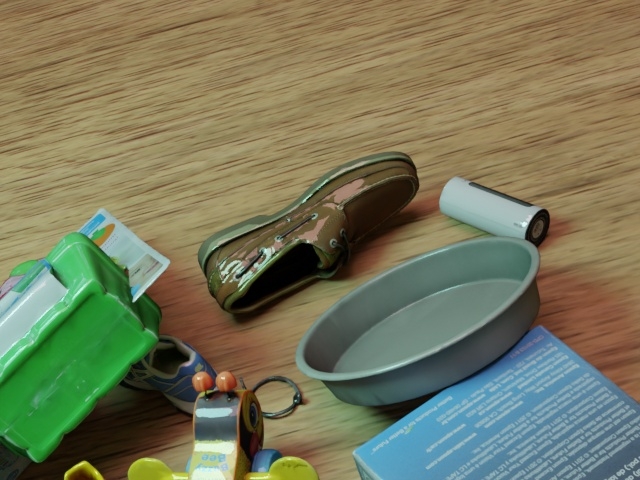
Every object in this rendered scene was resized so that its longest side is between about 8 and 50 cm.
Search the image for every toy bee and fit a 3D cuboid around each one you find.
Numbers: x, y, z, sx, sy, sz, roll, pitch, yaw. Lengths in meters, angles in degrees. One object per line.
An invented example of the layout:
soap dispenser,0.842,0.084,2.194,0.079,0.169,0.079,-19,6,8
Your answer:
toy bee,-0.109,0.222,1.222,0.195,0.162,0.298,-18,41,0

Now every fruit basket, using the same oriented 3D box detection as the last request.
fruit basket,-0.339,0.098,1.371,0.327,0.165,0.353,-46,30,-7

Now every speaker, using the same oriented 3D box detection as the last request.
speaker,0.218,-0.036,1.476,0.136,0.055,0.055,25,56,37

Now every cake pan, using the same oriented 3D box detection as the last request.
cake pan,0.114,0.090,1.292,0.293,0.054,0.293,-24,16,7

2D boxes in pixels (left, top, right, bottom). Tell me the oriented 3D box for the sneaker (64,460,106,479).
sneaker,-0.218,0.295,1.190,0.064,0.067,0.175,-33,45,-21

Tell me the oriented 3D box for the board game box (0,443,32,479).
board game box,-0.385,0.254,1.380,0.090,0.020,0.090,17,52,33

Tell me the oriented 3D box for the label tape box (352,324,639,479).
label tape box,0.232,0.265,1.102,0.249,0.115,0.348,-31,45,-17

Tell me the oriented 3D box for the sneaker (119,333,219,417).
sneaker,-0.201,0.137,1.402,0.211,0.081,0.080,15,52,33

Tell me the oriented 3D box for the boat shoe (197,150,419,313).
boat shoe,0.000,0.000,1.479,0.307,0.110,0.104,-30,46,0
